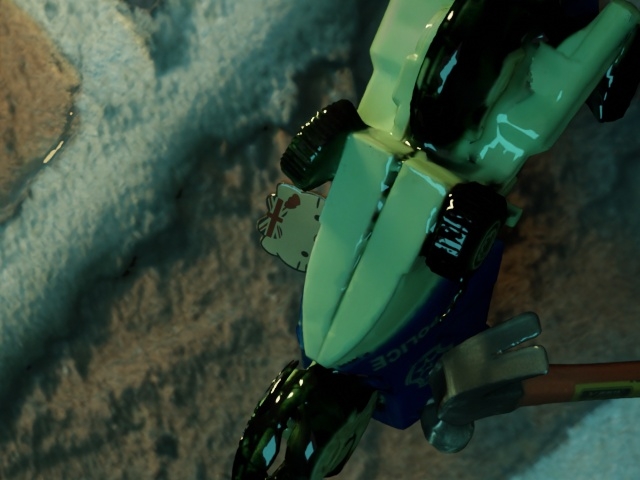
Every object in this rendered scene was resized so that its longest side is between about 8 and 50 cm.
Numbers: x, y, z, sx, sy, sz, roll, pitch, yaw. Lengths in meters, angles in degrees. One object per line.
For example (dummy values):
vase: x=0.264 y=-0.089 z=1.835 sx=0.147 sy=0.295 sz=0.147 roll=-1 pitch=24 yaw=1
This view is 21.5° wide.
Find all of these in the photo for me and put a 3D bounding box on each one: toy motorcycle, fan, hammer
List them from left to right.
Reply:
fan: x=0.000 y=0.000 z=1.020 sx=0.083 sy=0.004 sz=0.056 roll=29 pitch=122 yaw=13
toy motorcycle: x=0.053 y=-0.005 z=0.895 sx=0.125 sy=0.196 sz=0.331 roll=30 pitch=110 yaw=17
hammer: x=0.198 y=0.067 z=0.850 sx=0.288 sy=0.033 sz=0.111 roll=-3 pitch=153 yaw=-5
